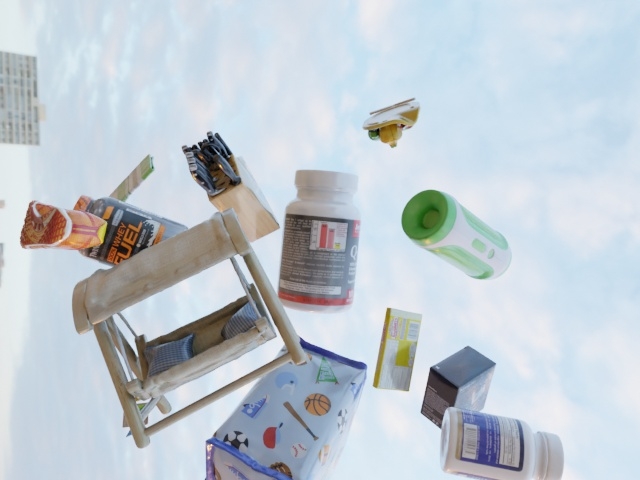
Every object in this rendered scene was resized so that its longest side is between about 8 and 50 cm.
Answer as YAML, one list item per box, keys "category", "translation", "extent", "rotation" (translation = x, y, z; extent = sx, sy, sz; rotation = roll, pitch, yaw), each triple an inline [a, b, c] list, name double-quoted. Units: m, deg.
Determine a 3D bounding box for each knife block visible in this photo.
- category: "knife block"
  translation: [-0.200, -0.107, 1.105]
  extent: [0.275, 0.088, 0.242]
  rotation: [62, 7, -12]

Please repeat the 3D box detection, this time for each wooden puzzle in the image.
- category: "wooden puzzle"
  translation: [-0.540, 0.507, 1.435]
  extent: [0.014, 0.079, 0.116]
  rotation: [98, -23, -52]

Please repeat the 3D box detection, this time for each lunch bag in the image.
- category: "lunch bag"
  translation: [-0.079, 0.453, 1.049]
  extent: [0.239, 0.328, 0.385]
  rotation: [21, -52, 20]

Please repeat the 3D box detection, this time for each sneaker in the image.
- category: "sneaker"
  translation: [-0.324, -0.012, 0.611]
  extent: [0.175, 0.067, 0.064]
  rotation: [11, -92, 42]

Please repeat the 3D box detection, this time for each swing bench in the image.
- category: "swing bench"
  translation: [-0.192, 0.110, 0.728]
  extent: [0.254, 0.253, 0.165]
  rotation: [63, -6, -1]

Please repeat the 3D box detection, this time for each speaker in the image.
- category: "speaker"
  translation: [0.302, -0.004, 1.064]
  extent: [0.131, 0.297, 0.131]
  rotation: [-21, -123, 37]

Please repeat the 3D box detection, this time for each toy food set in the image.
- category: "toy food set"
  translation: [0.165, -0.250, 1.078]
  extent: [0.128, 0.218, 0.071]
  rotation: [-16, -70, 17]

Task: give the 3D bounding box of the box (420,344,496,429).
- category: "box"
  translation: [0.347, 0.375, 1.242]
  extent: [0.093, 0.156, 0.158]
  rotation: [32, -52, 44]

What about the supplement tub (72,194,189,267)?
- category: "supplement tub"
  translation: [-0.343, -0.005, 0.874]
  extent: [0.117, 0.191, 0.117]
  rotation: [-54, -156, 37]

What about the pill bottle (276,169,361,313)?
- category: "pill bottle"
  translation: [0.000, 0.000, 1.317]
  extent: [0.210, 0.210, 0.362]
  rotation: [9, -85, 51]

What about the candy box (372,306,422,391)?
- category: "candy box"
  translation: [0.200, 0.283, 1.269]
  extent: [0.027, 0.105, 0.205]
  rotation: [-2, -105, 66]

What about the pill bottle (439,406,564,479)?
- category: "pill bottle"
  translation: [0.308, 0.360, 0.848]
  extent: [0.187, 0.112, 0.111]
  rotation: [9, -77, 8]

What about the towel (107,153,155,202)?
- category: "towel"
  translation: [-0.419, -0.117, 1.087]
  extent: [0.152, 0.023, 0.113]
  rotation: [-44, -146, 6]
